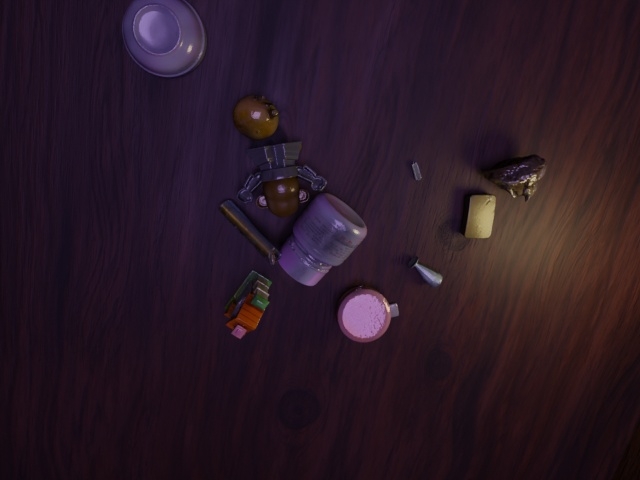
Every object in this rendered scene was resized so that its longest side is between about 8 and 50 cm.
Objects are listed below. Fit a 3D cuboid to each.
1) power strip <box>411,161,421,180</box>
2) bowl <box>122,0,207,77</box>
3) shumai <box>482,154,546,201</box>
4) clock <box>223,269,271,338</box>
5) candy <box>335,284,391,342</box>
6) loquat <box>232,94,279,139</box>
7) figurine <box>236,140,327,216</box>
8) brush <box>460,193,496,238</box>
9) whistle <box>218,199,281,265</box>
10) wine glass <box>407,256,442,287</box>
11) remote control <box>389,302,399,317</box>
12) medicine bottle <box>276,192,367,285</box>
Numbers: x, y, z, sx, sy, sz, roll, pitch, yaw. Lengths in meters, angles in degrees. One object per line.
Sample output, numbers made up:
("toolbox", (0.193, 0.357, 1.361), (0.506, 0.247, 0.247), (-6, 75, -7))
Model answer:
("power strip", (0.402, -0.292, 1.793), (0.027, 0.017, 0.083), (-21, 108, -1))
("bowl", (-0.553, -0.720, 1.486), (0.287, 0.144, 0.286), (-2, 107, -5))
("shumai", (0.817, -0.239, 1.769), (0.218, 0.184, 0.185), (-23, 107, -13))
("clock", (-0.303, 0.272, 1.759), (0.106, 0.255, 0.219), (34, 99, -15))
("candy", (0.188, 0.319, 1.893), (0.255, 0.094, 0.255), (0, 93, -5))
("loquat", (-0.233, -0.460, 1.587), (0.172, 0.205, 0.149), (39, 58, -39))
("figurine", (-0.159, -0.232, 1.670), (0.343, 0.167, 0.284), (-8, 100, 17))
("brush", (0.686, -0.108, 1.861), (0.123, 0.059, 0.197), (-1, 108, -10))
("whistle", (-0.280, -0.032, 1.704), (0.326, 0.057, 0.068), (45, 120, 10))
("wine glass", (0.468, 0.139, 1.908), (0.155, 0.073, 0.073), (38, 99, -12))
("remote control", (0.231, 0.342, 1.964), (0.261, 0.029, 0.067), (-12, 100, -5))
("medicine bottle", (0.000, 0.000, 1.711), (0.256, 0.256, 0.325), (35, 108, -15))
